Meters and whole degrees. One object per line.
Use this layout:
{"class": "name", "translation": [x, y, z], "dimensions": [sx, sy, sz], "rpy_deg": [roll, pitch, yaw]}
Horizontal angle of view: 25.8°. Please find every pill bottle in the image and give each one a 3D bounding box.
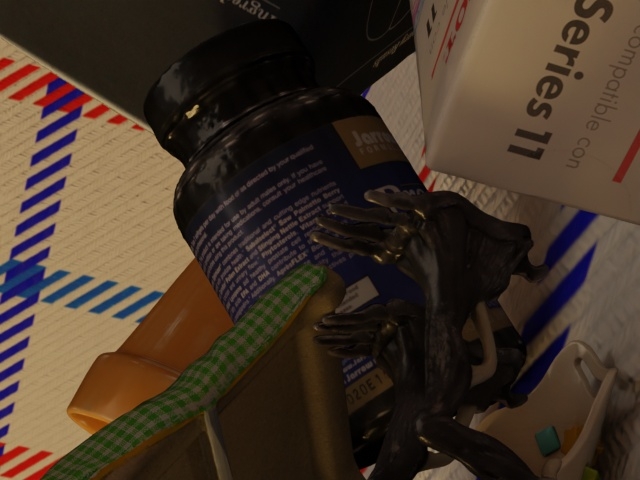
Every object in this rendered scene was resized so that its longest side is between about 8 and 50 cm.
{"class": "pill bottle", "translation": [0.000, 0.000, 0.721], "dimensions": [0.219, 0.123, 0.123], "rpy_deg": [59, 155, 13]}

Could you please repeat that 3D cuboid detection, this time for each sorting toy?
{"class": "sorting toy", "translation": [0.102, 0.082, 0.589], "dimensions": [0.083, 0.045, 0.075], "rpy_deg": [-121, 52, -75]}

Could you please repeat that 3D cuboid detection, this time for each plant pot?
{"class": "plant pot", "translation": [-0.081, 0.108, 1.184], "dimensions": [0.188, 0.205, 0.205], "rpy_deg": [-64, 6, -16]}

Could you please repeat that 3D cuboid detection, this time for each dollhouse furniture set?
{"class": "dollhouse furniture set", "translation": [-0.091, 0.151, 0.634], "dimensions": [0.197, 0.151, 0.301], "rpy_deg": [-45, -37, -36]}

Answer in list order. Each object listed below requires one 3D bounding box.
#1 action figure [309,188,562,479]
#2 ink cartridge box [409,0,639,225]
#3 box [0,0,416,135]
{"class": "action figure", "translation": [0.045, 0.129, 0.463], "dimensions": [0.164, 0.141, 0.276], "rpy_deg": [104, 158, -54]}
{"class": "ink cartridge box", "translation": [0.120, -0.148, 0.543], "dimensions": [0.353, 0.119, 0.207], "rpy_deg": [-91, 18, -54]}
{"class": "box", "translation": [-0.003, -0.286, 0.847], "dimensions": [0.293, 0.212, 0.395], "rpy_deg": [-44, -19, -49]}
